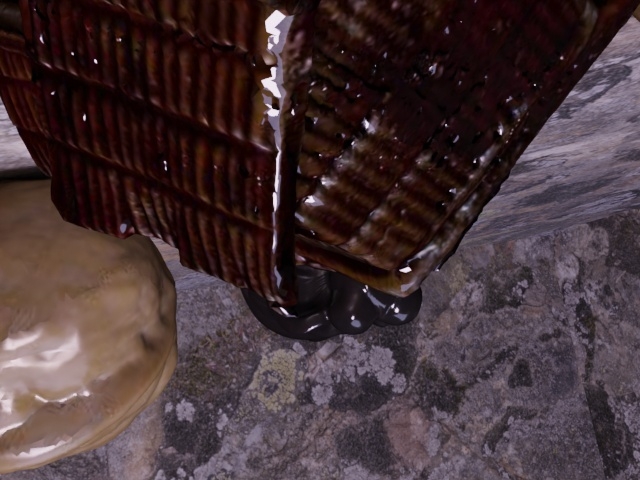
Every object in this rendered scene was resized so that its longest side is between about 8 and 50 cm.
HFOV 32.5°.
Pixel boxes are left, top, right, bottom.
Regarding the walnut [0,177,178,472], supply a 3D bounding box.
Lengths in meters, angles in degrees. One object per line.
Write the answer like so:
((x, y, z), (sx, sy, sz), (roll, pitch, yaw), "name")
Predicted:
((-0.341, 0.099, 1.241), (0.381, 0.381, 0.381), (-12, 173, -1), "walnut")

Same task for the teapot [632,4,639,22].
((0.254, -0.208, 0.856), (0.085, 0.080, 0.110), (-32, -162, -28), "teapot")

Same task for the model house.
((-0.040, -0.129, 0.561), (0.317, 0.297, 0.282), (26, -174, 35), "model house")

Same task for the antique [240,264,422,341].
((0.000, 0.000, 1.332), (0.185, 0.255, 0.322), (-6, 169, -27), "antique")
